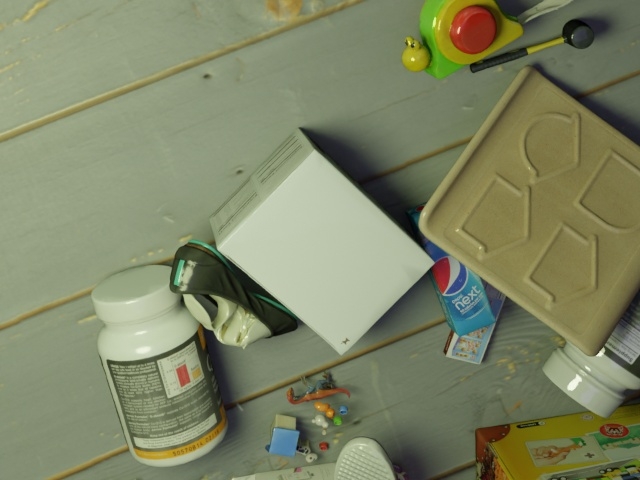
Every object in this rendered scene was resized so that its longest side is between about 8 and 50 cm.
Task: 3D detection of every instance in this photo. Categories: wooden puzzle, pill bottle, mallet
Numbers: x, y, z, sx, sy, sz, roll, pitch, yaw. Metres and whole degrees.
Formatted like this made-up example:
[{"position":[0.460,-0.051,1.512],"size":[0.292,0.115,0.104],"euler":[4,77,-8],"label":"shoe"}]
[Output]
[{"position":[0.358,-0.044,1.674],"size":[0.348,0.080,0.322],"euler":[37,76,-5],"label":"wooden puzzle"},{"position":[0.501,0.139,1.786],"size":[0.161,0.161,0.283],"euler":[32,101,-19],"label":"pill bottle"},{"position":[0.321,-0.287,1.656],"size":[0.190,0.062,0.039],"euler":[-20,110,-3],"label":"mallet"},{"position":[-0.246,0.188,1.660],"size":[0.162,0.162,0.278],"euler":[-14,111,-6],"label":"pill bottle"}]

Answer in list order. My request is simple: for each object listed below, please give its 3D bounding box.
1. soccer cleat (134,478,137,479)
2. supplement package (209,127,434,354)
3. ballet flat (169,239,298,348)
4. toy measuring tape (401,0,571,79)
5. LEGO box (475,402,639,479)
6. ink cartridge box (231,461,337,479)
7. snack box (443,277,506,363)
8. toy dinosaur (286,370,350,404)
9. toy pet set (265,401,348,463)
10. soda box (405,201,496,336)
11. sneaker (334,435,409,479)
[{"position":[-0.379,0.439,1.780],"size":[0.196,0.068,0.076],"euler":[-12,96,-8],"label":"soccer cleat"},{"position":[0.000,0.000,1.651],"size":[0.204,0.145,0.262],"euler":[-45,111,7],"label":"supplement package"},{"position":[-0.137,0.100,1.643],"size":[0.280,0.095,0.096],"euler":[42,64,-45],"label":"ballet flat"},{"position":[0.256,-0.349,1.601],"size":[0.330,0.121,0.121],"euler":[-31,112,-8],"label":"toy measuring tape"},{"position":[0.543,0.437,1.785],"size":[0.501,0.372,0.193],"euler":[-7,110,-8],"label":"LEGO box"},{"position":[-0.046,0.447,1.839],"size":[0.198,0.067,0.115],"euler":[-6,110,-9],"label":"ink cartridge box"},{"position":[0.262,0.116,1.806],"size":[0.064,0.022,0.178],"euler":[14,106,-14],"label":"snack box"},{"position":[-0.012,0.244,1.774],"size":[0.082,0.090,0.047],"euler":[-34,126,-44],"label":"toy dinosaur"},{"position":[-0.025,0.321,1.777],"size":[0.114,0.065,0.122],"euler":[11,133,-12],"label":"toy pet set"},{"position":[0.205,0.040,1.729],"size":[0.067,0.071,0.210],"euler":[-23,104,-2],"label":"soda box"},{"position":[0.091,0.396,1.799],"size":[0.102,0.161,0.282],"euler":[-3,123,14],"label":"sneaker"}]
